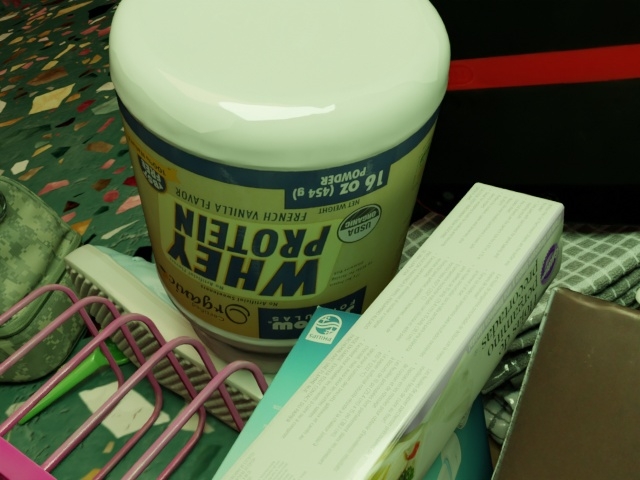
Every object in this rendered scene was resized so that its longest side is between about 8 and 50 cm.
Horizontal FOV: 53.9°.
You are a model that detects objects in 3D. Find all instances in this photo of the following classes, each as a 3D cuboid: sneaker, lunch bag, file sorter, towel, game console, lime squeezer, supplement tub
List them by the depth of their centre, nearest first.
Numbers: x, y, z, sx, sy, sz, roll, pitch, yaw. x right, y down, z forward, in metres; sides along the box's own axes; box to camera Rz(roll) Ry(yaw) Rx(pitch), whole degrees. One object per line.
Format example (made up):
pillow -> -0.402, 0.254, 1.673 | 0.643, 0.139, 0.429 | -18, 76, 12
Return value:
game console -> 0.223, -0.145, 0.495 | 0.386, 0.342, 0.060 | 2, 45, 27
supplement tub -> -0.033, -0.048, 0.525 | 0.228, 0.316, 0.229 | 2, 51, -2
file sorter -> -0.189, 0.181, 0.575 | 0.290, 0.202, 0.182 | 14, 45, 35
towel -> 0.205, 0.033, 0.655 | 0.283, 0.121, 0.235 | -29, 38, -13
sneaker -> -0.125, 0.088, 0.708 | 0.365, 0.135, 0.150 | 29, 50, 22
lime squeezer -> -0.259, 0.107, 0.811 | 0.109, 0.059, 0.310 | 7, 45, 30
lunch bag -> -0.485, 0.038, 0.827 | 0.304, 0.256, 0.213 | -4, 39, 19

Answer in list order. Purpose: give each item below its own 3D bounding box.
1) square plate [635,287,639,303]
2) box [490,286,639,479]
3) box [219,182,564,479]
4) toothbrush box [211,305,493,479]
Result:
square plate -> 0.504, 0.073, 0.489 | 0.347, 0.049, 0.344 | -29, 46, -13
box -> 0.247, 0.144, 0.404 | 0.203, 0.168, 0.167 | 18, 90, 39
box -> 0.038, 0.088, 0.348 | 0.067, 0.063, 0.324 | 20, 51, 35
toothbrush box -> 0.012, 0.228, 0.414 | 0.126, 0.216, 0.296 | 7, 45, 29
